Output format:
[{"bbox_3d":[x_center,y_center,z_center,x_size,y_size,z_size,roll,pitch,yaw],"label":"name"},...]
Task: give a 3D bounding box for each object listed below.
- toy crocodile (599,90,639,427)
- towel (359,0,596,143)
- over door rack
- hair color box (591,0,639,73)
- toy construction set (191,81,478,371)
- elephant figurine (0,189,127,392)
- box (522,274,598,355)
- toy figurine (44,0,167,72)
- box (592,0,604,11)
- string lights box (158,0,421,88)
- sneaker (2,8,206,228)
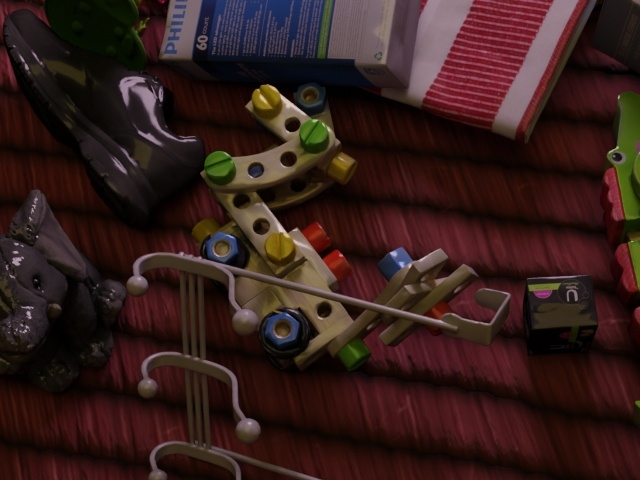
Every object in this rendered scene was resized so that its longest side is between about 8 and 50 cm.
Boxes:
[{"bbox_3d":[0.314,0.018,1.052,0.105,0.115,0.340,-8,67,5],"label":"toy crocodile"},{"bbox_3d":[0.115,-0.257,1.181,0.329,0.037,0.237,24,85,26],"label":"towel"},{"bbox_3d":[-0.008,0.144,0.973,0.324,0.239,0.108,7,31,11],"label":"over door rack"},{"bbox_3d":[0.473,-0.184,1.066,0.375,0.113,0.185,34,75,16],"label":"hair color box"},{"bbox_3d":[0.000,0.000,1.093,0.215,0.151,0.327,-35,57,-8],"label":"toy construction set"},{"bbox_3d":[-0.281,0.038,1.052,0.186,0.239,0.169,18,72,14],"label":"elephant figurine"},{"bbox_3d":[0.224,0.071,1.059,0.062,0.083,0.052,-5,68,6],"label":"box"},{"bbox_3d":[-0.200,-0.286,1.230,0.130,0.173,0.159,35,63,-6],"label":"toy figurine"},{"bbox_3d":[0.238,-0.329,1.235,0.231,0.056,0.183,-16,67,0],"label":"box"},{"bbox_3d":[-0.031,-0.236,1.174,0.260,0.077,0.133,6,82,24],"label":"string lights box"},{"bbox_3d":[-0.233,-0.147,1.208,0.130,0.109,0.286,-36,77,-15],"label":"sneaker"}]
